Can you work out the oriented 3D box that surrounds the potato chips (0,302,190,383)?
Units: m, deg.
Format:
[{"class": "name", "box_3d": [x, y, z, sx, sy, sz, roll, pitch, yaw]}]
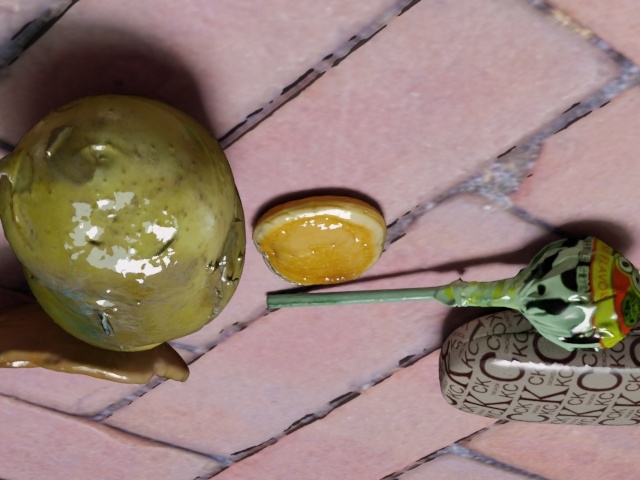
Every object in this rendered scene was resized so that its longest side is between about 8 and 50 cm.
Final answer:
[{"class": "potato chips", "box_3d": [-0.201, 0.081, 1.152, 0.195, 0.062, 0.208, 5, 173, -19]}]

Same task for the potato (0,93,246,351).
[{"class": "potato", "box_3d": [-0.133, -0.003, 0.987, 0.169, 0.143, 0.248, 24, 152, 6]}]

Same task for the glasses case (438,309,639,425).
[{"class": "glasses case", "box_3d": [0.279, 0.108, 1.258, 0.354, 0.085, 0.137, 0, 152, -5]}]

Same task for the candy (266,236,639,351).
[{"class": "candy", "box_3d": [0.105, 0.050, 1.175, 0.305, 0.083, 0.091, -4, 118, 12]}]

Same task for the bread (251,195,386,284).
[{"class": "bread", "box_3d": [0.000, 0.000, 1.118, 0.110, 0.024, 0.110, -3, 148, -2]}]
